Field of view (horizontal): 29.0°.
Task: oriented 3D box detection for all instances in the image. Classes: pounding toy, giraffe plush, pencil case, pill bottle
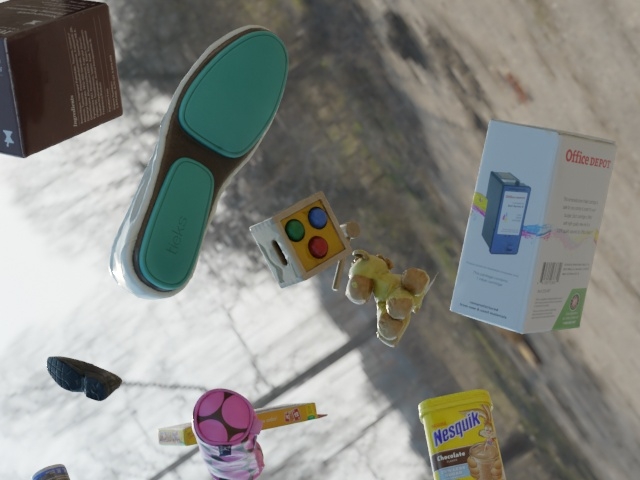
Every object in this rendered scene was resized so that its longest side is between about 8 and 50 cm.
[{"bbox_3d":[0.008,0.006,2.253,0.094,0.206,0.181,-22,97,54],"label":"pounding toy"},{"bbox_3d":[0.130,0.095,2.598,0.170,0.181,0.210,29,-139,11],"label":"giraffe plush"},{"bbox_3d":[-0.125,0.285,1.751,0.209,0.098,0.095,87,-171,-65],"label":"pencil case"},{"bbox_3d":[-0.557,0.552,2.627,0.137,0.078,0.078,63,-176,22],"label":"pill bottle"}]

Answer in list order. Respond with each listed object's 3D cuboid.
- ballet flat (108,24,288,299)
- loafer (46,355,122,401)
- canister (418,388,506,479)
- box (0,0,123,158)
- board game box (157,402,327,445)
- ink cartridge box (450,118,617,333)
[{"bbox_3d":[-0.171,-0.106,1.592,0.139,0.400,0.139,19,159,8],"label":"ballet flat"},{"bbox_3d":[-0.466,0.266,2.429,0.170,0.062,0.061,22,-154,27],"label":"loafer"},{"bbox_3d":[0.241,0.348,2.080,0.073,0.126,0.170,67,-168,-59],"label":"canister"},{"bbox_3d":[-0.404,-0.229,1.694,0.168,0.203,0.167,12,118,30],"label":"box"},{"bbox_3d":[-0.126,0.300,2.033,0.124,0.259,0.039,-16,80,61],"label":"board game box"},{"bbox_3d":[0.233,-0.016,1.328,0.093,0.212,0.154,17,-171,34],"label":"ink cartridge box"}]
